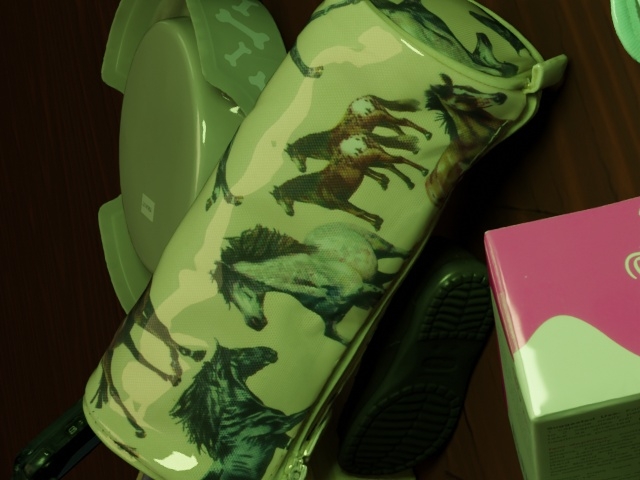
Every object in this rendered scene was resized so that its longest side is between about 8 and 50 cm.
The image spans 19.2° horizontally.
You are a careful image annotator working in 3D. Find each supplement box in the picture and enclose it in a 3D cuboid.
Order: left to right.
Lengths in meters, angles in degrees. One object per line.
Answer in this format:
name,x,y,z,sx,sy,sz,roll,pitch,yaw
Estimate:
supplement box,0.159,0.075,1.054,0.220,0.114,0.111,70,-172,-64

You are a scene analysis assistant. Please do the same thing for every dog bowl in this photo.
dog bowl,-0.123,-0.088,1.839,0.349,0.102,0.349,180,90,-68

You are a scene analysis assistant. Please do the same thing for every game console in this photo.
game console,-0.142,0.120,1.627,0.044,0.361,0.213,39,141,12

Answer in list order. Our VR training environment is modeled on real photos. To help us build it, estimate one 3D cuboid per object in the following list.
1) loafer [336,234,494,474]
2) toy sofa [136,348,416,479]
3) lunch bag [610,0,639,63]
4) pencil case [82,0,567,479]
loafer,0.071,0.087,1.427,0.220,0.080,0.078,-63,30,31
toy sofa,-0.070,0.254,1.619,0.362,0.177,0.150,114,148,-42
lunch bag,0.253,-0.109,0.801,0.160,0.223,0.262,-64,34,33
pencil case,0.000,0.000,1.341,0.410,0.183,0.160,-58,-6,19
